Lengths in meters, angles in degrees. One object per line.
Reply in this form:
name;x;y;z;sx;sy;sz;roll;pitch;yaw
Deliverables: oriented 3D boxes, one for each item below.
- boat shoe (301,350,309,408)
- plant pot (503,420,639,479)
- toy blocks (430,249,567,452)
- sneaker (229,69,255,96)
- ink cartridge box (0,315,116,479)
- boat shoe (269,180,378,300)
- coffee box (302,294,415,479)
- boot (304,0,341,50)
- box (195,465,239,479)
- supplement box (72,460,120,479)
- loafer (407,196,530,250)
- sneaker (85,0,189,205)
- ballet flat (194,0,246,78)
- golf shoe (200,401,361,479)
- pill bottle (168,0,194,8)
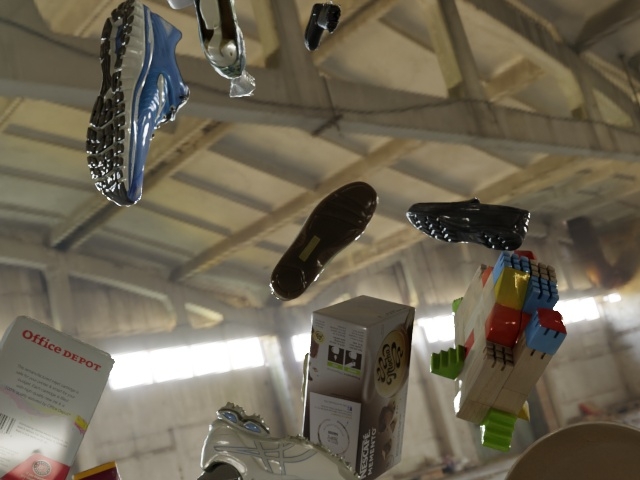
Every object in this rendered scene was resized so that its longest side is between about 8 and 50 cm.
boat shoe;-0.009;0.320;1.867;0.049;0.152;0.056;-12;-14;34
plant pot;0.399;0.408;1.131;0.284;0.284;0.191;-23;-41;28
toy blocks;0.333;0.143;1.515;0.191;0.381;0.260;18;-57;-4
sneaker;-0.185;-0.384;2.009;0.061;0.053;0.152;4;-12;-5
ink cartridge box;-0.333;0.194;0.970;0.127;0.175;0.072;30;-32;-19
boat shoe;0.000;0.000;1.108;0.190;0.068;0.072;-46;-5;-12
coffee box;0.065;0.261;1.471;0.119;0.297;0.168;12;14;33
boot;0.007;-0.510;2.010;0.045;0.121;0.099;6;15;-29
box;-0.159;0.623;1.711;0.183;0.296;0.294;-22;3;26
supplement box;-0.397;0.515;1.569;0.081;0.188;0.104;-16;-12;-21
loafer;0.260;-0.038;1.486;0.223;0.078;0.076;11;-30;34
sneaker;-0.278;-0.215;1.359;0.147;0.329;0.130;14;-11;-40
ballet flat;-0.146;-0.297;1.176;0.070;0.070;0.188;-14;-49;-5
golf shoe;-0.046;0.246;0.909;0.176;0.086;0.069;18;-25;18
pill bottle;-0.275;-0.494;1.528;0.078;0.078;0.137;-18;-47;12
